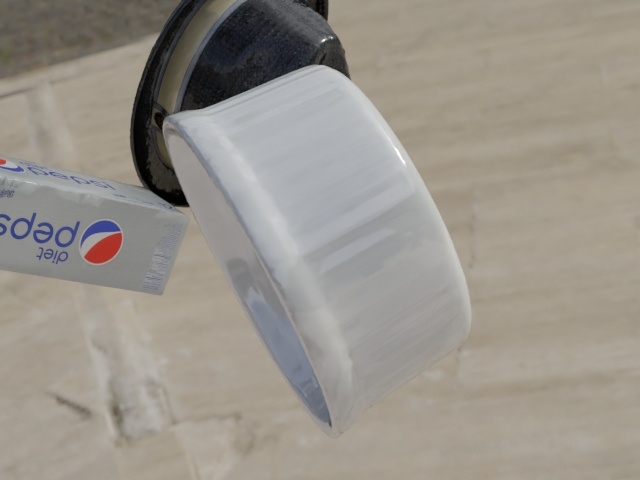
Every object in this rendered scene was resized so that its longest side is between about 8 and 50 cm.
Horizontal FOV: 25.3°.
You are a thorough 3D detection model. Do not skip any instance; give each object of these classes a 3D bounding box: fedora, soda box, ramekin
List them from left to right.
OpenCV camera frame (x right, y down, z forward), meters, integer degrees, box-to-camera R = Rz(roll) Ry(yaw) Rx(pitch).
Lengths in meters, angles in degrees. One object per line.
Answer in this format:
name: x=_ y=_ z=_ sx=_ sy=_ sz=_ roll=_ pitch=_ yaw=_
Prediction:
soda box: x=-0.274 y=-0.022 z=1.370 sx=0.286 sy=0.091 sz=0.098 roll=12 pitch=13 yaw=-41
fedora: x=-0.056 y=-0.152 z=1.579 sx=0.152 sy=0.334 sz=0.334 roll=37 pitch=45 yaw=26
ramekin: x=0.000 y=0.000 z=1.102 sx=0.135 sy=0.277 sz=0.277 roll=-29 pitch=21 yaw=-10
